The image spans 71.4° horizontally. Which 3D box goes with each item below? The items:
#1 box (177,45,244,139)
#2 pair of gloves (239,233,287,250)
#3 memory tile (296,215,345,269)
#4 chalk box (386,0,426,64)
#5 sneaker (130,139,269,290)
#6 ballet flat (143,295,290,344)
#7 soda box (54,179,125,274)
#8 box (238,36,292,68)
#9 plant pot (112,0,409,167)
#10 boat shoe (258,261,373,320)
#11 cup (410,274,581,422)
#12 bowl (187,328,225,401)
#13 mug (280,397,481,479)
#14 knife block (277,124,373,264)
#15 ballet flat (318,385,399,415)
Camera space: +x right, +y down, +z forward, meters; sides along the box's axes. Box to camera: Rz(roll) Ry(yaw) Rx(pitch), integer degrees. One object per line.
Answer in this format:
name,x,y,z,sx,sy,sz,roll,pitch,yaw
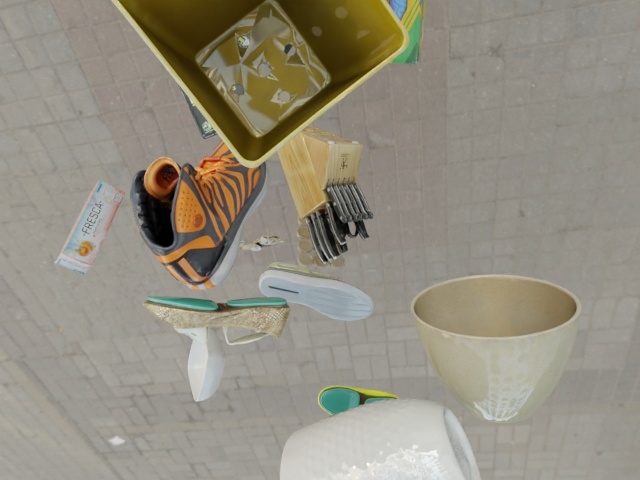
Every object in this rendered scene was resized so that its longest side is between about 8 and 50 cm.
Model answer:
box,-0.259,-0.385,1.163,0.190,0.045,0.184,-24,94,-10
pair of gloves,-0.250,0.026,1.450,0.204,0.240,0.042,-18,86,51
memory tile,0.000,0.000,1.046,0.113,0.148,0.012,3,149,-8
chalk box,0.081,-0.448,0.690,0.178,0.180,0.289,7,131,13
sneaker,-0.184,-0.096,0.716,0.124,0.322,0.180,-6,144,20
ballet flat,-0.144,0.115,0.631,0.206,0.073,0.067,4,93,-15
soda box,-0.458,-0.029,0.891,0.058,0.183,0.063,30,139,-28
box,-0.085,-0.473,0.861,0.233,0.044,0.159,-53,142,11
plant pot,-0.065,-0.223,0.514,0.212,0.187,0.212,-39,100,-3
boat shoe,-0.007,0.119,1.151,0.301,0.094,0.109,17,124,-3
cup,0.373,0.239,0.959,0.330,0.331,0.237,-7,104,10
bowl,-0.265,0.287,1.043,0.053,0.142,0.142,10,109,-28
mug,0.133,0.494,0.845,0.327,0.374,0.276,-28,128,18
knife block,-0.007,-0.098,0.919,0.088,0.275,0.242,-9,120,-39
ballet flat,0.095,0.411,1.139,0.230,0.077,0.077,12,85,-15
